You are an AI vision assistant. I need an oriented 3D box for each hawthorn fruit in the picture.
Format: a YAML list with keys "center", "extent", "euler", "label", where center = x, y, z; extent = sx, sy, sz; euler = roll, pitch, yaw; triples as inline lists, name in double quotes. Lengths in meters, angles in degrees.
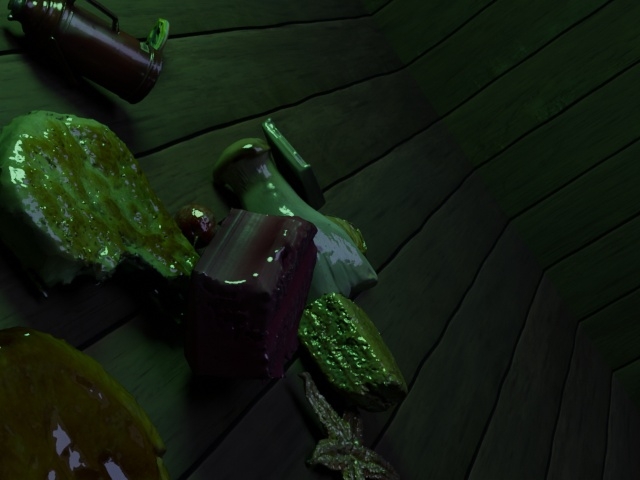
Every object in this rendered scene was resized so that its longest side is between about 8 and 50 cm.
- center: [-0.184, -0.014, 1.541]
  extent: [0.067, 0.066, 0.103]
  euler: [47, 7, -22]
  label: "hawthorn fruit"

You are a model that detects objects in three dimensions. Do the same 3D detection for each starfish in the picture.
- center: [0.057, 0.335, 1.595]
  extent: [0.231, 0.048, 0.295]
  euler: [11, 50, -61]
  label: "starfish"

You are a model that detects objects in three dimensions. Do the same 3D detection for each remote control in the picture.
- center: [-0.050, -0.130, 1.886]
  extent: [0.123, 0.038, 0.285]
  euler: [50, -3, 11]
  label: "remote control"

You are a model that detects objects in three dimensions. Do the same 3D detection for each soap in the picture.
- center: [-0.087, 0.070, 1.441]
  extent: [0.325, 0.127, 0.220]
  euler: [-62, 161, -63]
  label: "soap"

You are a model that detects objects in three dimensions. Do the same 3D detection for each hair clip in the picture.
- center: [-0.288, -0.332, 1.800]
  extent: [0.033, 0.060, 0.188]
  euler: [30, 33, -16]
  label: "hair clip"

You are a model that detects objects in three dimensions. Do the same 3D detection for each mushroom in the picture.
- center: [-0.051, -0.026, 1.765]
  extent: [0.159, 0.122, 0.329]
  euler: [-28, 81, -48]
  label: "mushroom"

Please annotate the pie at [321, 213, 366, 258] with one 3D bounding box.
- center: [0.000, 0.000, 1.926]
  extent: [0.282, 0.068, 0.129]
  euler: [-4, 62, -61]
  label: "pie"

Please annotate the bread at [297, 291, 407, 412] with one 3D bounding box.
- center: [0.052, 0.186, 1.678]
  extent: [0.196, 0.102, 0.138]
  euler: [55, 10, 28]
  label: "bread"

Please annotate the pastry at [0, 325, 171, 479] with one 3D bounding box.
- center: [-0.257, 0.238, 0.927]
  extent: [0.356, 0.163, 0.356]
  euler: [51, 22, -29]
  label: "pastry"

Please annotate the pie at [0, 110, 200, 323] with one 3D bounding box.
- center: [-0.290, -0.038, 1.354]
  extent: [0.371, 0.078, 0.297]
  euler: [21, 41, -58]
  label: "pie"

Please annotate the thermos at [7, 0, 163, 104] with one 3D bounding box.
- center: [-0.350, -0.297, 1.537]
  extent: [0.232, 0.124, 0.099]
  euler: [29, 30, -36]
  label: "thermos"
